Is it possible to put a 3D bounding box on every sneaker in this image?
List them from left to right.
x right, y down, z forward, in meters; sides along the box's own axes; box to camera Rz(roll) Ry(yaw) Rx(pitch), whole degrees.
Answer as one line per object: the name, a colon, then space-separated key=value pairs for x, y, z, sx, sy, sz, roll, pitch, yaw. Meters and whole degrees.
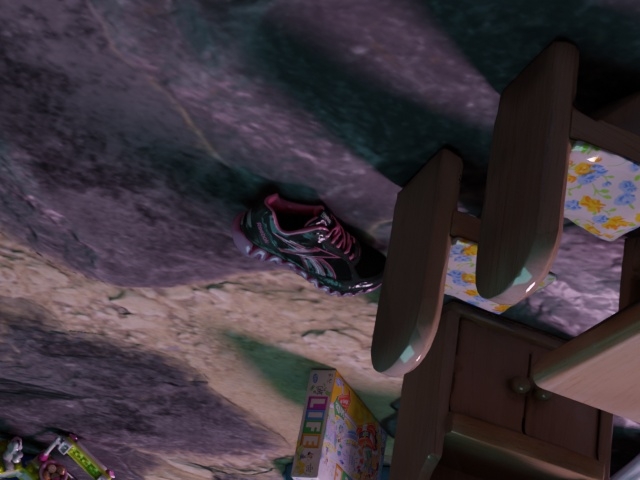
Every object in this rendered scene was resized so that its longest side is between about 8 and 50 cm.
sneaker: x=0.000 y=0.000 z=0.856 sx=0.119 sy=0.047 sz=0.057 roll=20 pitch=139 yaw=-18

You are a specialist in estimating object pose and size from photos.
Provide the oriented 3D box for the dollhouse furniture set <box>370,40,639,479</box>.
dollhouse furniture set: x=0.196 y=0.129 z=0.789 sx=0.362 sy=0.256 sz=0.394 roll=20 pitch=151 yaw=-16

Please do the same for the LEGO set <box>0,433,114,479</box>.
LEGO set: x=-0.344 y=0.271 z=1.395 sx=0.287 sy=0.132 sz=0.107 roll=28 pitch=139 yaw=-16

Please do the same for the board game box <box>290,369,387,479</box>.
board game box: x=0.021 y=0.199 z=1.140 sx=0.026 sy=0.103 sz=0.154 roll=-2 pitch=150 yaw=23

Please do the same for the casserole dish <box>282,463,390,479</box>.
casserole dish: x=0.044 y=0.285 z=1.360 sx=0.188 sy=0.037 sz=0.114 roll=-1 pitch=149 yaw=23

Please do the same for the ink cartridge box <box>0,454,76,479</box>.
ink cartridge box: x=-0.353 y=0.333 z=1.579 sx=0.097 sy=0.046 sz=0.207 roll=4 pitch=151 yaw=17

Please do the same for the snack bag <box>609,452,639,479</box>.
snack bag: x=0.285 y=0.376 z=1.183 sx=0.323 sy=0.037 sz=0.342 roll=-39 pitch=123 yaw=0
